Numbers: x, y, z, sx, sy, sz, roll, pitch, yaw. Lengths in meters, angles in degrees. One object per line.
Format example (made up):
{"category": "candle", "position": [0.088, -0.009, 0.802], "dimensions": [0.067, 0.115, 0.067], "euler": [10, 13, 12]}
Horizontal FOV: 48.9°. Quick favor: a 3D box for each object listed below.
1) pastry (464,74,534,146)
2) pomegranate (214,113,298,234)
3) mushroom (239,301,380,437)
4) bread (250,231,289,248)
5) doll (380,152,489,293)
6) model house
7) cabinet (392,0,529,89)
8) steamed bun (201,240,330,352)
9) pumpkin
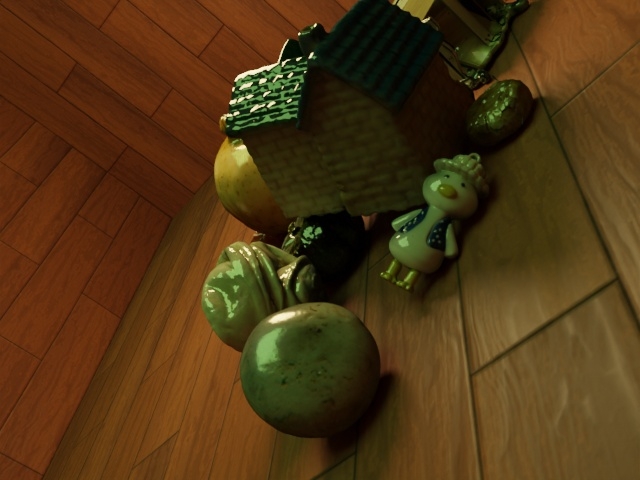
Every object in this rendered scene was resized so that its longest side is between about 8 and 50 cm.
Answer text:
{"category": "pastry", "position": [0.355, -0.255, 1.411], "dimensions": [0.153, 0.081, 0.153], "euler": [-38, 32, 30]}
{"category": "pomegranate", "position": [-0.141, -0.218, 2.024], "dimensions": [0.410, 0.410, 0.410], "euler": [-46, 19, 21]}
{"category": "mushroom", "position": [-0.013, 0.235, 1.244], "dimensions": [0.243, 0.243, 0.243], "euler": [-46, 19, 21]}
{"category": "bread", "position": [-0.152, -0.021, 2.230], "dimensions": [0.160, 0.073, 0.160], "euler": [-45, 16, 17]}
{"category": "doll", "position": [0.214, -0.040, 1.296], "dimensions": [0.138, 0.119, 0.293], "euler": [30, 81, 29]}
{"category": "model house", "position": [0.051, -0.308, 1.523], "dimensions": [0.445, 0.400, 0.395], "euler": [-8, 37, 38]}
{"category": "cabinet", "position": [0.308, -0.520, 1.799], "dimensions": [0.318, 0.227, 0.290], "euler": [-15, 41, 59]}
{"category": "steamed bun", "position": [-0.097, 0.117, 1.501], "dimensions": [0.207, 0.280, 0.268], "euler": [-35, 25, 22]}
{"category": "pumpkin", "position": [-0.002, -0.002, 1.681], "dimensions": [0.238, 0.159, 0.238], "euler": [-45, 23, 25]}
